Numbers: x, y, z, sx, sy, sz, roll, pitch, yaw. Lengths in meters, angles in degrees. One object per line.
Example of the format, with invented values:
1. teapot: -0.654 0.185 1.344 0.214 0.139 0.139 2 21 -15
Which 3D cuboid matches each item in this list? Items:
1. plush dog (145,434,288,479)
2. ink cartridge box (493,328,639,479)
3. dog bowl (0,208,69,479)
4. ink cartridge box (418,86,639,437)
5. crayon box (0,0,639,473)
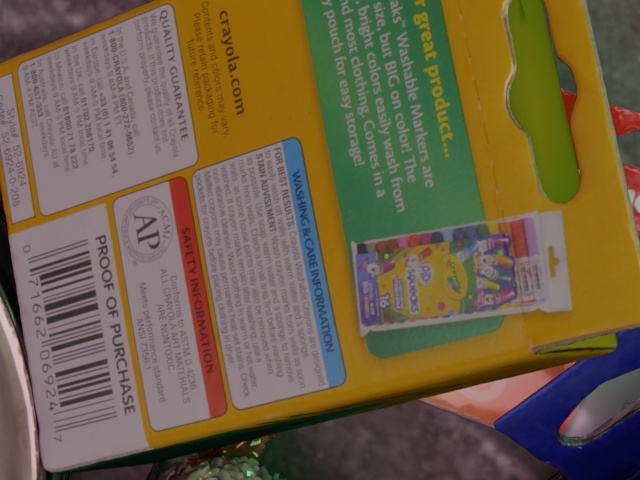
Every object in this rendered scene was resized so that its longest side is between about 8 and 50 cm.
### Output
1. plush dog: -0.010 0.216 0.931 0.225 0.262 0.210 40 62 -7
2. ink cartridge box: 0.252 0.190 0.840 0.270 0.151 0.395 -40 93 28
3. dog bowl: -0.318 0.096 0.983 0.408 0.150 0.408 1 97 11
4. ink cartridge box: 0.143 0.022 0.943 0.145 0.045 0.179 19 102 7
5. crayon box: 0.001 -0.023 0.817 0.323 0.083 0.203 -17 79 33
